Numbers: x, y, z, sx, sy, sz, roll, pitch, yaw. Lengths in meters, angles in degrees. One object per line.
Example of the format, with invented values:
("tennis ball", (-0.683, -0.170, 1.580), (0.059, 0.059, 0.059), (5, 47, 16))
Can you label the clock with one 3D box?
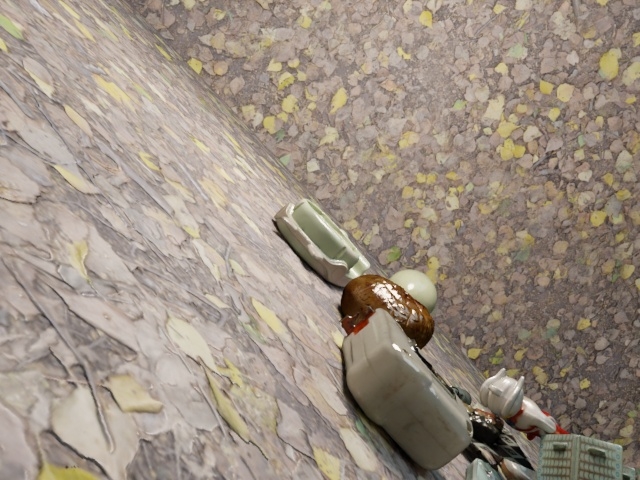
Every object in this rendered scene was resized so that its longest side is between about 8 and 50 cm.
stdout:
("clock", (0.000, 0.000, 1.616), (0.265, 0.109, 0.324), (49, 8, 14))

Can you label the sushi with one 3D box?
("sushi", (0.382, 0.428, 1.415), (0.231, 0.047, 0.219), (24, 8, -2))

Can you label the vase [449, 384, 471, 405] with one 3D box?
("vase", (0.358, 0.423, 1.613), (0.060, 0.060, 0.211), (51, 9, 32))

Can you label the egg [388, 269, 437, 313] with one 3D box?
("egg", (0.313, 0.195, 2.089), (0.186, 0.186, 0.253), (49, 3, 15))

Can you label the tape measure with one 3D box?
("tape measure", (0.147, 0.248, 1.037), (0.265, 0.130, 0.258), (47, 5, -5))

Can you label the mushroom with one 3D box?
("mushroom", (0.158, 0.180, 1.430), (0.253, 0.153, 0.253), (37, 5, -4))

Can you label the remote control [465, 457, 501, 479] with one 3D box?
("remote control", (0.306, 0.464, 1.085), (0.104, 0.052, 0.247), (51, 7, 17))

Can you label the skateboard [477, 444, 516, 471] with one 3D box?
("skateboard", (0.429, 0.511, 1.440), (0.064, 0.083, 0.032), (48, 7, 16))

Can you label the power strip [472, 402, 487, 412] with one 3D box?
("power strip", (0.545, 0.590, 1.919), (0.047, 0.030, 0.191), (45, 7, -27))

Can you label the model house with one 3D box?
("model house", (0.557, 0.555, 1.262), (0.199, 0.224, 0.215), (-4, -34, 36))

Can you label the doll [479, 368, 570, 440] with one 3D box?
("doll", (0.484, 0.413, 1.389), (0.188, 0.099, 0.384), (16, -22, 51))

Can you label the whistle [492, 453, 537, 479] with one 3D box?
("whistle", (0.499, 0.587, 1.577), (0.107, 0.057, 0.220), (21, 19, -44))
